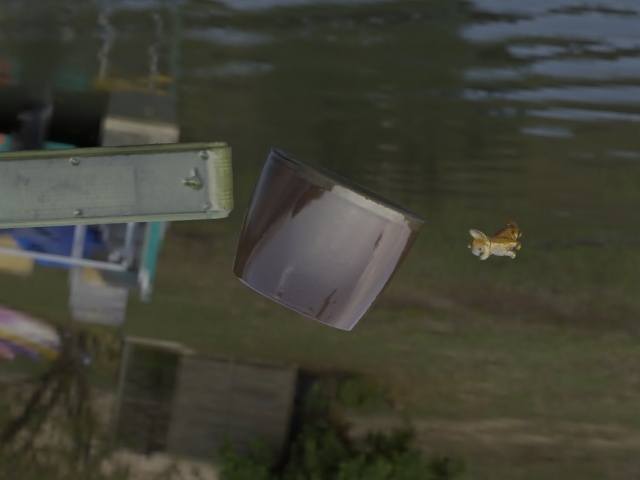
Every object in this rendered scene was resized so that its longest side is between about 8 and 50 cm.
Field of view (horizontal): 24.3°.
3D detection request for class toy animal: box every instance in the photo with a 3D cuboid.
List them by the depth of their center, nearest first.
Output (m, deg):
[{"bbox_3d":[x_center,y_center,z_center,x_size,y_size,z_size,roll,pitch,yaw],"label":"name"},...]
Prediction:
[{"bbox_3d":[0.261,-0.004,2.254,0.083,0.081,0.060,8,151,-7],"label":"toy animal"}]

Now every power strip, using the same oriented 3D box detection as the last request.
[{"bbox_3d":[-0.290,-0.063,1.730,0.388,0.092,0.066,-2,-177,9],"label":"power strip"}]

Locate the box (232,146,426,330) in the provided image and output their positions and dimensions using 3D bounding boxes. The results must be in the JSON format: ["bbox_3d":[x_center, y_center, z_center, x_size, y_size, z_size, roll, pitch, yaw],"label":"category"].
[{"bbox_3d":[0.000,0.000,2.372,0.301,0.216,0.301,26,-173,-3],"label":"box"}]
